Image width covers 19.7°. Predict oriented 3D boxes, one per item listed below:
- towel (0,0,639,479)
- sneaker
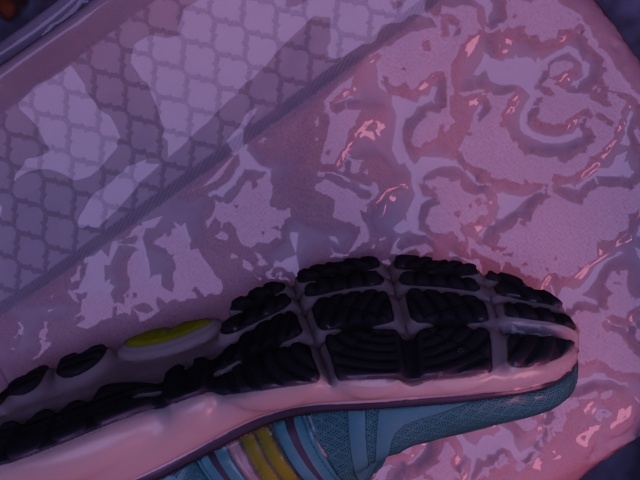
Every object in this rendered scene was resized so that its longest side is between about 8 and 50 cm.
[{"bbox_3d":[0.000,0.000,0.828,0.332,0.053,0.317,-35,93,7],"label":"towel"},{"bbox_3d":[-0.020,0.084,0.779,0.275,0.107,0.110,-17,114,11],"label":"sneaker"}]
